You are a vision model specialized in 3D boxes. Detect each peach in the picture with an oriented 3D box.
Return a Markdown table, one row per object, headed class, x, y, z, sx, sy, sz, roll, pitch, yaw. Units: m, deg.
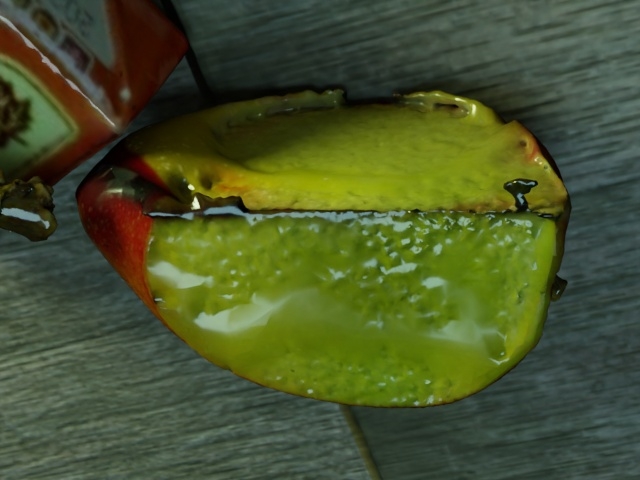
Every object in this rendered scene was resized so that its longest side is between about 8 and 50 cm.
| class | x | y | z | sx | sy | sz | roll | pitch | yaw |
| --- | --- | --- | --- | --- | --- | --- | --- | --- | --- |
| peach | 0.003 | 0.006 | 1.009 | 0.267 | 0.159 | 0.154 | -2 | 118 | 5 |

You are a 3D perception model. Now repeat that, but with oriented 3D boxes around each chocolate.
| class | x | y | z | sx | sy | sz | roll | pitch | yaw |
| --- | --- | --- | --- | --- | --- | --- | --- | --- | --- |
| chocolate | -0.237 | -0.103 | 0.984 | 0.237 | 0.108 | 0.235 | -30 | 118 | 28 |

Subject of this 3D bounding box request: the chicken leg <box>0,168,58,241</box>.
| class | x | y | z | sx | sy | sz | roll | pitch | yaw |
| --- | --- | --- | --- | --- | --- | --- | --- | --- | --- |
| chicken leg | -0.240 | -0.026 | 0.926 | 0.207 | 0.085 | 0.101 | 15 | 94 | -13 |
